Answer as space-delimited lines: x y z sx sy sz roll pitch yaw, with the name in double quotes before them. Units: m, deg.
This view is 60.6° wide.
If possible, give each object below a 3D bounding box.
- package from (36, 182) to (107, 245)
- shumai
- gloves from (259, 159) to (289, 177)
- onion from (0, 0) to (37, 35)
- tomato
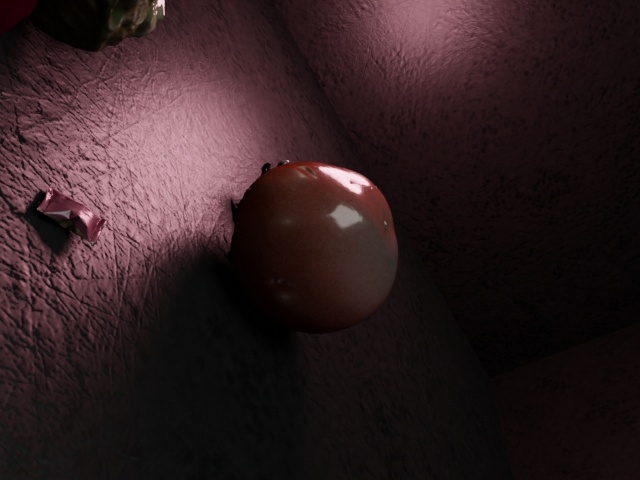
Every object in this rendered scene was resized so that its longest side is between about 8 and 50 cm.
"package" -0.313 -0.032 0.691 0.083 0.029 0.059 41 23 -30
"shumai" -0.306 -0.467 0.848 0.292 0.329 0.288 41 26 13
"gloves" -0.069 -0.045 1.250 0.142 0.119 0.285 -66 141 -67
"onion" -0.383 -0.298 0.492 0.260 0.282 0.336 39 19 -52
"tomato" 0.000 0.000 1.050 0.341 0.273 0.340 -3 90 -65
